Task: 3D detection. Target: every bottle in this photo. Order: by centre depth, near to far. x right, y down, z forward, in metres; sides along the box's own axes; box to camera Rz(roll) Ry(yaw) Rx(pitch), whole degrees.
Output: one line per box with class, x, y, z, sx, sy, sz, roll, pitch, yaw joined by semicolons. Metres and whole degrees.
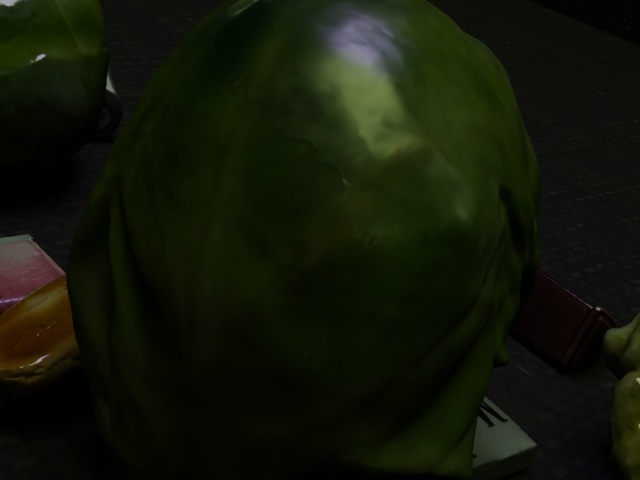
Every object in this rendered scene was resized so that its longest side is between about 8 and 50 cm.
bottle;-0.344;-0.226;1.398;0.096;0.079;0.253;-29;36;0

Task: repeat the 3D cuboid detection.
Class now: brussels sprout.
brussels sprout;-0.008;-0.014;0.733;0.342;0.361;0.425;6;45;7
brussels sprout;-0.411;-0.224;1.153;0.315;0.276;0.371;-22;35;-32

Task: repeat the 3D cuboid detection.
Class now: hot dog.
hot dog;-0.219;0.080;0.864;0.109;0.072;0.269;21;25;17

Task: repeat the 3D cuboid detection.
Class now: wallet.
wallet;-0.356;0.043;0.913;0.232;0.025;0.119;-11;35;-42

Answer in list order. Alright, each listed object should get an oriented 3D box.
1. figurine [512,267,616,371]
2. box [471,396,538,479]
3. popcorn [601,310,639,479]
figurine;0.271;0.080;1.128;0.098;0.082;0.154;8;23;-45
box;0.099;0.181;0.873;0.177;0.036;0.115;-8;35;-40
popcorn;0.409;0.126;0.878;0.274;0.335;0.279;38;4;28
